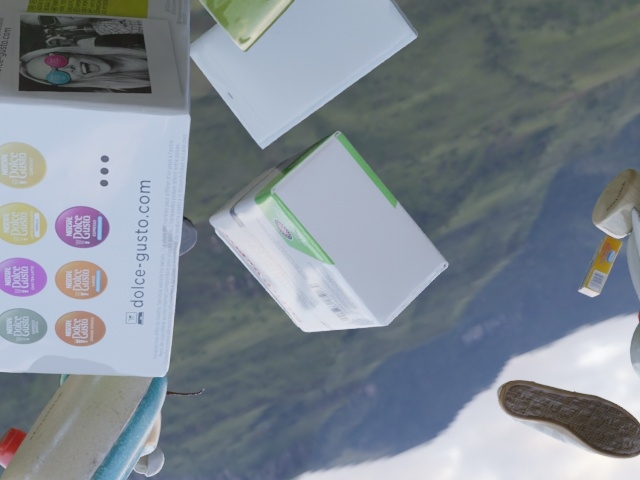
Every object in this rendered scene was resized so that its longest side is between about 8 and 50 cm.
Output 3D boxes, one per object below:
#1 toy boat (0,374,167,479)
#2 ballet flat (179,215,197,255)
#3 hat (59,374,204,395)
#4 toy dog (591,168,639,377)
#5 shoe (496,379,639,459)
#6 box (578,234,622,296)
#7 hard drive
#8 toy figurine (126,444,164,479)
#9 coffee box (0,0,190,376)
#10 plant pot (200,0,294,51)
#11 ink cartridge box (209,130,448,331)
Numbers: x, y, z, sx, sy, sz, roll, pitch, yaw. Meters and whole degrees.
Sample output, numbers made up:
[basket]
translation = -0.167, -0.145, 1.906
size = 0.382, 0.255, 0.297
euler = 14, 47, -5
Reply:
[toy boat]
translation = -0.275, 0.250, 1.404
size = 0.318, 0.148, 0.267
euler = -33, -157, 55
[ballet flat]
translation = -0.306, -0.009, 1.786
size = 0.249, 0.084, 0.058
euler = -6, -160, 2
[hat]
translation = -0.395, 0.300, 2.445
size = 0.183, 0.208, 0.173
euler = -28, 164, -44
[toy dog]
translation = 0.411, 0.016, 1.329
size = 0.161, 0.220, 0.334
euler = -57, -154, 33
[shoe]
translation = 0.345, 0.243, 1.668
size = 0.058, 0.219, 0.077
euler = 128, -16, -81
[box]
translation = 0.402, 0.039, 1.742
size = 0.081, 0.028, 0.136
euler = -66, 169, -1
[hard drive]
translation = -0.031, -0.313, 1.893
size = 0.307, 0.203, 0.040
euler = -34, -169, 16
[toy figurine]
translation = -0.337, 0.465, 2.050
size = 0.148, 0.213, 0.209
euler = 2, -158, -11
[coffee box]
translation = -0.312, -0.094, 1.257
size = 0.334, 0.338, 0.338
euler = 3, -142, -9
[plant pot]
translation = -0.069, -0.445, 1.577
size = 0.293, 0.275, 0.275
euler = -37, -177, 4
[ink cartridge box]
translation = 0.000, 0.000, 1.428
size = 0.115, 0.198, 0.273
euler = -43, -171, -18
